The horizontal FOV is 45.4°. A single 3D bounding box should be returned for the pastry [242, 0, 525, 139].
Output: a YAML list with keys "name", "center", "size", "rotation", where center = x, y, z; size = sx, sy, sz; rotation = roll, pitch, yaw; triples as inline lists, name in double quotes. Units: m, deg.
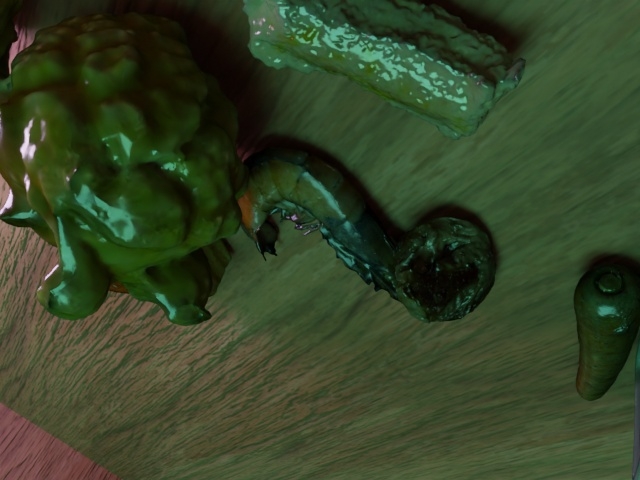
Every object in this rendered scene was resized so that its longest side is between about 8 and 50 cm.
- name: "pastry"
  center: [0.053, -0.177, 0.709]
  size: [0.258, 0.089, 0.121]
  rotation: [25, 148, 7]

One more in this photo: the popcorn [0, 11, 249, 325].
- name: "popcorn"
  center: [-0.209, -0.090, 0.839]
  size: [0.335, 0.274, 0.279]
  rotation: [48, 130, 17]

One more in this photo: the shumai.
- name: "shumai"
  center: [0.146, 0.051, 0.899]
  size: [0.123, 0.105, 0.139]
  rotation: [-1, 148, 6]

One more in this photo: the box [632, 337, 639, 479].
- name: "box"
  center: [0.412, 0.127, 0.756]
  size: [0.167, 0.193, 0.294]
  rotation: [7, 139, 20]

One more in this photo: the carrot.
- name: "carrot"
  center: [0.338, 0.132, 0.921]
  size: [0.078, 0.078, 0.298]
  rotation: [13, 147, 22]

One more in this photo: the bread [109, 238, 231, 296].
- name: "bread"
  center: [-0.273, -0.002, 1.128]
  size: [0.234, 0.111, 0.184]
  rotation: [2, 136, 33]

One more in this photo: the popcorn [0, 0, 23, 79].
- name: "popcorn"
  center: [-0.425, -0.240, 0.861]
  size: [0.173, 0.225, 0.286]
  rotation: [28, -178, -14]

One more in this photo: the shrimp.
- name: "shrimp"
  center: [0.000, 0.000, 0.992]
  size: [0.290, 0.054, 0.222]
  rotation: [41, 142, -16]
